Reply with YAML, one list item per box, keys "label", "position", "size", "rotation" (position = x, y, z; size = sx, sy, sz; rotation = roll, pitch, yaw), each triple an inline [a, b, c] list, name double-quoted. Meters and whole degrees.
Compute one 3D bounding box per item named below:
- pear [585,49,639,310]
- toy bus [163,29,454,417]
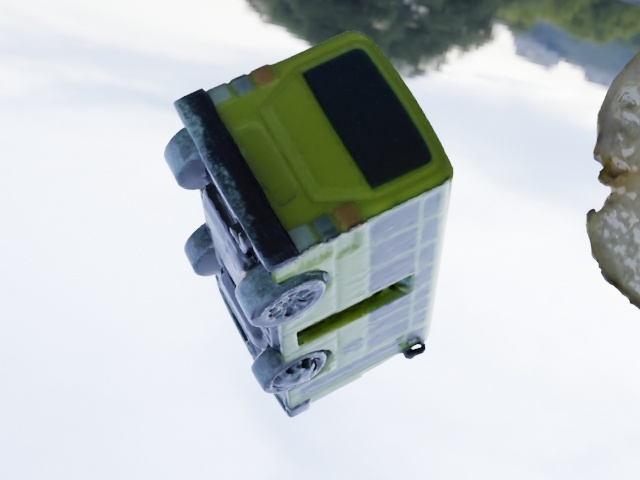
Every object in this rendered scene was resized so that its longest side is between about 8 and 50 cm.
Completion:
- label: "pear"
  position: [0.425, -0.056, 1.101]
  size: [0.386, 0.340, 0.191]
  rotation: [0, 175, 45]
- label: "toy bus"
  position: [0.000, 0.000, 0.857]
  size: [0.150, 0.262, 0.128]
  rotation: [-26, -113, -11]
